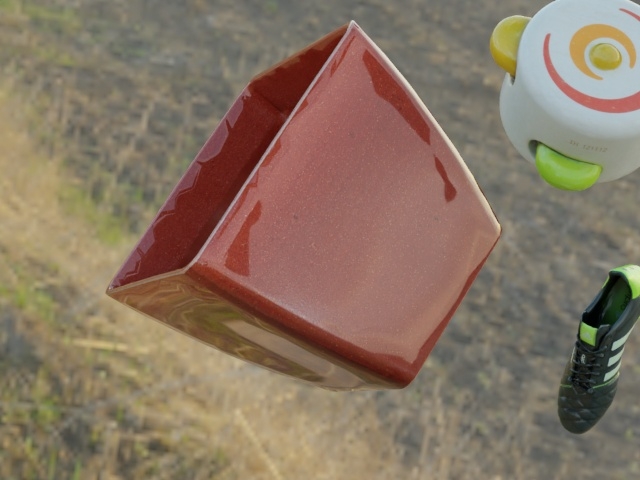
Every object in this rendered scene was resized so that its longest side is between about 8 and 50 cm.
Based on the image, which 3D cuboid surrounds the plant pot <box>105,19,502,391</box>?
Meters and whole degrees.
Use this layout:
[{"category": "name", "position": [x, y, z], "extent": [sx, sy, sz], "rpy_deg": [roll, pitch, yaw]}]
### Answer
[{"category": "plant pot", "position": [0.000, 0.000, 1.424], "extent": [0.236, 0.267, 0.267], "rpy_deg": [38, -19, -15]}]

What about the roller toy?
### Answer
[{"category": "roller toy", "position": [0.306, -0.177, 1.762], "extent": [0.191, 0.146, 0.209], "rpy_deg": [-20, 67, -15]}]

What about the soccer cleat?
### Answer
[{"category": "soccer cleat", "position": [0.268, 0.105, 1.520], "extent": [0.060, 0.179, 0.072], "rpy_deg": [28, 11, 35]}]
